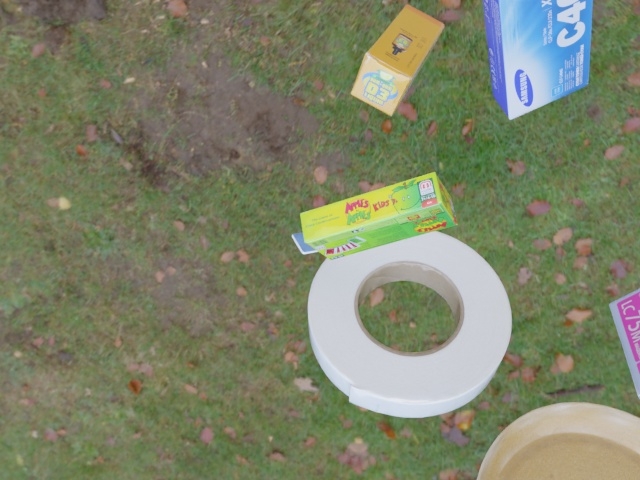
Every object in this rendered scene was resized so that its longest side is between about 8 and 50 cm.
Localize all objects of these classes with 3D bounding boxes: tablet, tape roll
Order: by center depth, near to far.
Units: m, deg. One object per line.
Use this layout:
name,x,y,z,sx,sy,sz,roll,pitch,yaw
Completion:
tablet,0.000,0.000,1.098,0.083,0.054,0.006,-9,129,-22
tape roll,0.166,0.144,1.286,0.391,0.392,0.072,9,144,6

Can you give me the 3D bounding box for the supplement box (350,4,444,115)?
supplement box,0.125,-0.289,1.056,0.078,0.233,0.080,30,130,2

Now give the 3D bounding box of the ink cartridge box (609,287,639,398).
ink cartridge box,0.550,0.087,0.879,0.311,0.186,0.065,-34,115,29

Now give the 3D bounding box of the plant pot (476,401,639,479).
plant pot,0.238,0.250,0.554,0.236,0.236,0.032,14,140,3

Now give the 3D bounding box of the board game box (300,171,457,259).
board game box,0.076,-0.028,0.867,0.181,0.043,0.092,-16,159,19

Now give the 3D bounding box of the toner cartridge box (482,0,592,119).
toner cartridge box,0.372,-0.376,1.147,0.165,0.075,0.348,-24,144,4
